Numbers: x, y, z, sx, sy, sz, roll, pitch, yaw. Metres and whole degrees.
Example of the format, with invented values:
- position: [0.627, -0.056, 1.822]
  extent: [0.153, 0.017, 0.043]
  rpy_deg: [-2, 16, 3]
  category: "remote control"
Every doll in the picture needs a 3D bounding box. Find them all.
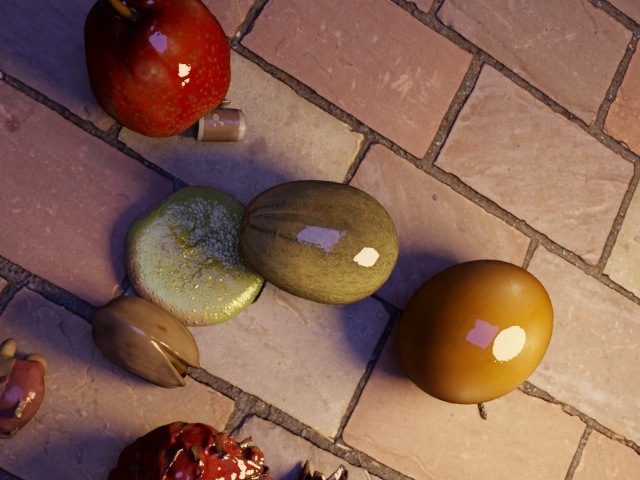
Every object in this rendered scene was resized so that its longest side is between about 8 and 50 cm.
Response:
- position: [-0.623, 0.243, 1.391]
  extent: [0.256, 0.152, 0.196]
  rpy_deg: [27, 41, -27]
  category: "doll"

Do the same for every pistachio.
- position: [-0.329, 0.195, 1.500]
  extent: [0.137, 0.153, 0.238]
  rpy_deg: [-52, 125, -9]
  category: "pistachio"

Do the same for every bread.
- position: [-0.246, 0.035, 1.602]
  extent: [0.302, 0.045, 0.301]
  rpy_deg: [3, 81, -17]
  category: "bread"

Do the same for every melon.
- position: [0.000, 0.000, 1.578]
  extent: [0.330, 0.249, 0.248]
  rpy_deg: [13, 77, -22]
  category: "melon"

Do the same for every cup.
- position: [-0.216, -0.249, 1.657]
  extent: [0.099, 0.102, 0.074]
  rpy_deg: [0, 119, -19]
  category: "cup"

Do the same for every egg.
- position: [0.324, 0.186, 1.628]
  extent: [0.351, 0.283, 0.282]
  rpy_deg: [-24, 88, -26]
  category: "egg"

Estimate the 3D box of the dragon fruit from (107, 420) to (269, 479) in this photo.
- position: [-0.240, 0.451, 1.423]
  extent: [0.299, 0.244, 0.244]
  rpy_deg: [-6, 82, -5]
  category: "dragon fruit"

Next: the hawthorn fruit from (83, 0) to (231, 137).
- position: [-0.324, -0.360, 1.478]
  extent: [0.285, 0.369, 0.284]
  rpy_deg: [-2, 75, 8]
  category: "hawthorn fruit"

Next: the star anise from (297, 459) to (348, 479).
- position: [-0.020, 0.541, 1.529]
  extent: [0.283, 0.129, 0.212]
  rpy_deg: [-23, 75, 14]
  category: "star anise"

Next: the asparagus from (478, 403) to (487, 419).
- position: [0.347, 0.320, 1.753]
  extent: [0.016, 0.013, 0.165]
  rpy_deg: [-13, 84, -8]
  category: "asparagus"
